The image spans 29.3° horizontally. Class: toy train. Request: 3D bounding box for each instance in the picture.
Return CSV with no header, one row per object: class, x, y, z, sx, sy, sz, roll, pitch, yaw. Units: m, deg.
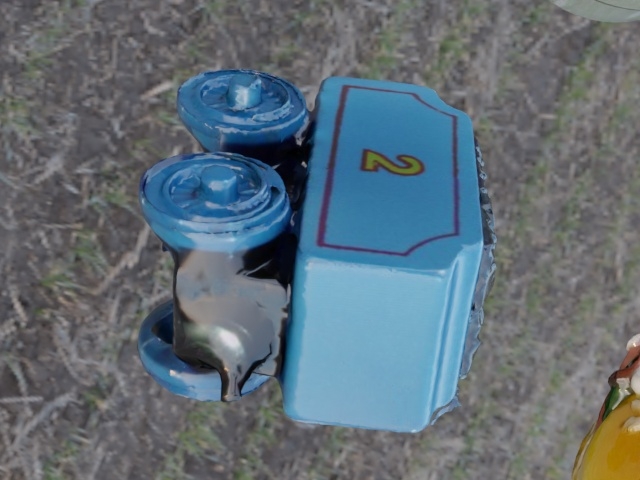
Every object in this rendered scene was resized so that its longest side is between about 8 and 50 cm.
toy train,0.000,0.000,0.935,0.300,0.265,0.188,-84,180,-57

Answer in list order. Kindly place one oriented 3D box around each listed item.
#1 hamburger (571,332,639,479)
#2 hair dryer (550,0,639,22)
hamburger,0.243,0.121,0.461,0.227,0.295,0.151,-78,173,-51
hair dryer,0.172,-0.288,0.564,0.203,0.128,0.361,-52,150,-83
